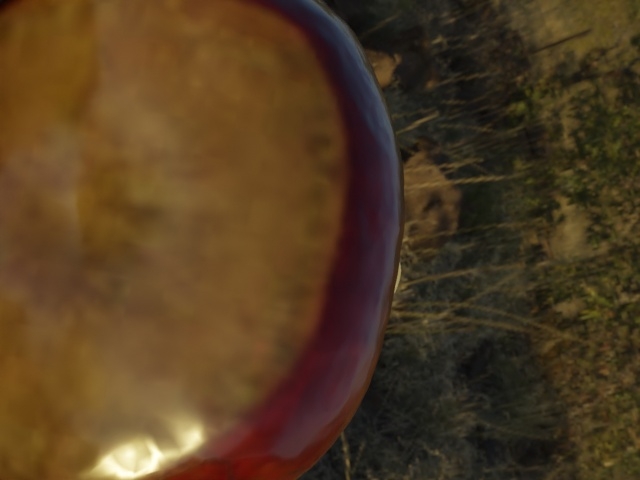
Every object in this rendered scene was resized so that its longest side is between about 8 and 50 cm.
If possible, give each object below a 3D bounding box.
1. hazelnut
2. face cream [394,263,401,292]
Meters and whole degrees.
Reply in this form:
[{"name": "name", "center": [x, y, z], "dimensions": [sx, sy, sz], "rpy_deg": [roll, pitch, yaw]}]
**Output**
[{"name": "hazelnut", "center": [-0.122, -0.002, 0.594], "dimensions": [0.359, 0.359, 0.409], "rpy_deg": [32, 68, -53]}, {"name": "face cream", "center": [0.000, 0.000, 1.100], "dimensions": [0.175, 0.175, 0.195], "rpy_deg": [52, 9, -36]}]
